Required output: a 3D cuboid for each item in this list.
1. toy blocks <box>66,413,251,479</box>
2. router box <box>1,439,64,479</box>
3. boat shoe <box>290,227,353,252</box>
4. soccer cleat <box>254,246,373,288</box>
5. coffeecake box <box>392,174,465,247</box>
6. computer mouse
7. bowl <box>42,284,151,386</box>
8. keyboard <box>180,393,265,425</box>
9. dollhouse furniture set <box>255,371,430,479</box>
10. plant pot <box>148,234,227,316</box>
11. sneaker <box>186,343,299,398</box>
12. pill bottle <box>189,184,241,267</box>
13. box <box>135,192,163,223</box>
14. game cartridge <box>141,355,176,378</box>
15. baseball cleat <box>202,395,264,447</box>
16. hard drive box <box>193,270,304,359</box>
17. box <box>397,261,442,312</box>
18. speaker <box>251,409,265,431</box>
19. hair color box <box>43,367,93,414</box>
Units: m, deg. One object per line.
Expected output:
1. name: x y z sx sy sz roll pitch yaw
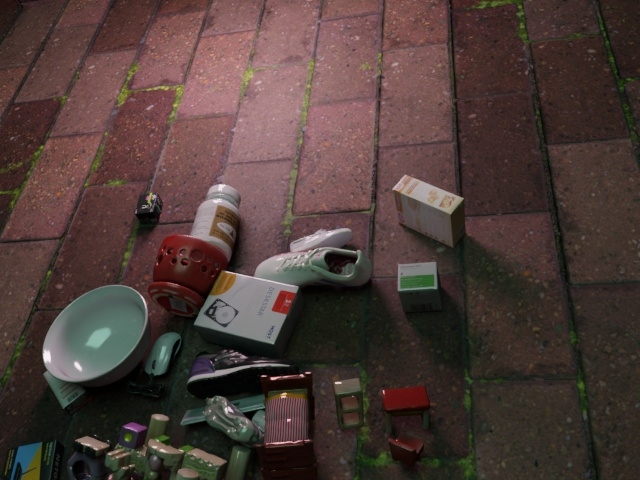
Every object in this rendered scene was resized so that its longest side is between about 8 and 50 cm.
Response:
1. toy blocks: -0.348 0.553 1.438 0.289 0.309 0.260 15 92 20
2. router box: -0.703 0.584 1.650 0.133 0.046 0.178 -13 50 5
3. boat shoe: 0.000 0.000 1.926 0.184 0.066 0.063 -26 50 7
4. soccer cleat: -0.028 0.064 1.812 0.331 0.143 0.116 -3 64 13
5. coffeecake box: 0.295 -0.080 1.851 0.185 0.142 0.068 27 62 31
6. computer mouse: -0.427 0.314 1.775 0.106 0.042 0.193 5 53 20
7. bowl: -0.563 0.272 1.800 0.298 0.134 0.297 -11 48 13
8. keyboard: -0.212 0.406 1.658 0.256 0.014 0.072 -13 7 5
9. dollhouse furniture set: 0.057 0.394 1.459 0.374 0.152 0.201 -6 34 -1
10. plant pot: -0.369 0.102 1.858 0.191 0.191 0.174 7 59 20
11. sneaker: -0.193 0.305 1.703 0.283 0.107 0.124 -8 44 9
12. pill bottle: -0.304 -0.047 1.997 0.131 0.131 0.229 -2 51 14
13. box: -0.542 -0.103 2.160 0.062 0.052 0.083 -6 52 10
14. game cartridge: -0.431 0.322 1.809 0.083 0.017 0.056 -41 49 -18
15. baseball cleat: -0.195 0.426 1.563 0.072 0.109 0.206 -51 30 -11
16. hard drive box: -0.184 0.193 1.791 0.232 0.089 0.181 10 55 18
17. box: 0.252 0.119 1.728 0.101 0.102 0.087 -5 49 13
18. speaker: -0.093 0.444 1.590 0.136 0.055 0.055 16 58 25
19. hair color box: -0.669 0.385 1.804 0.072 0.043 0.141 -37 51 -15
